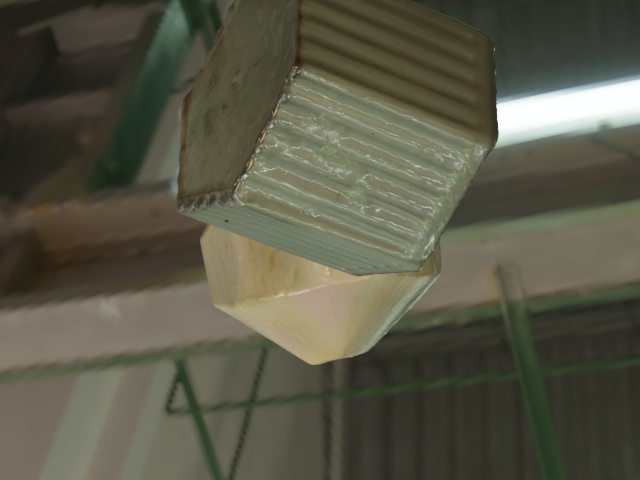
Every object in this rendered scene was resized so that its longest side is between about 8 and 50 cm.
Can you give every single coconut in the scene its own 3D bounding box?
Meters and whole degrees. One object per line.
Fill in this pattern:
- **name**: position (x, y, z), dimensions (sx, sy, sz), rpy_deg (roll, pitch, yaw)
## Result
- **coconut**: position (0.000, 0.000, 1.788), dimensions (0.259, 0.259, 0.259), rpy_deg (-12, -150, 7)

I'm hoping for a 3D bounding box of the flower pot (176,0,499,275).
- **flower pot**: position (0.010, -0.097, 1.455), dimensions (0.189, 0.239, 0.209), rpy_deg (21, -160, -25)
